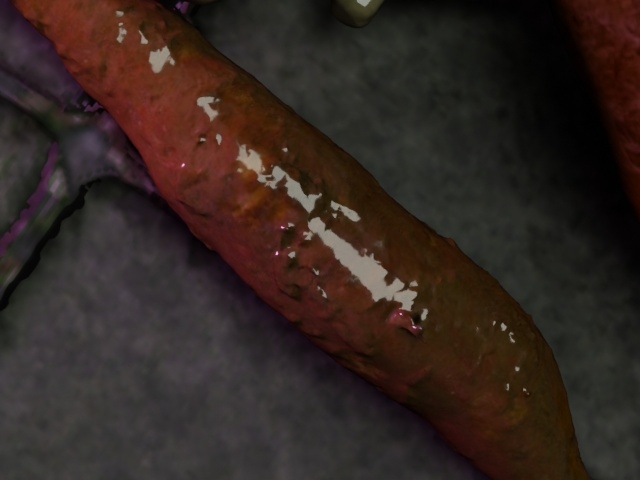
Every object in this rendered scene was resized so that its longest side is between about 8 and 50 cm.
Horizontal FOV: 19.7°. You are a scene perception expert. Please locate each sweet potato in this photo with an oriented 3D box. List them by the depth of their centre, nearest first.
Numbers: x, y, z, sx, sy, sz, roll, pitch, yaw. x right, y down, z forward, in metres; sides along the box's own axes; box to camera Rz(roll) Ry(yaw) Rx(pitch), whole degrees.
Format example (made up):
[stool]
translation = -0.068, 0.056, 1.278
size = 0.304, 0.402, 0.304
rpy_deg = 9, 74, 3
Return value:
[sweet potato]
translation = 0.000, 0.000, 0.653
size = 0.314, 0.072, 0.066
rpy_deg = 42, 84, -11

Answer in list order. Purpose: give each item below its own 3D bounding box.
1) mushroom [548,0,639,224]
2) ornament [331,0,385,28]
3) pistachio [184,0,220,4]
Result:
[mushroom]
translation = 0.194, -0.092, 0.695
size = 0.253, 0.153, 0.253
rpy_deg = -1, 92, -31
[ornament]
translation = 0.041, -0.215, 0.711
size = 0.245, 0.061, 0.230
rpy_deg = -42, 97, -24
[pistachio]
translation = -0.056, -0.149, 0.635
size = 0.113, 0.113, 0.149
rpy_deg = -30, 61, -22
